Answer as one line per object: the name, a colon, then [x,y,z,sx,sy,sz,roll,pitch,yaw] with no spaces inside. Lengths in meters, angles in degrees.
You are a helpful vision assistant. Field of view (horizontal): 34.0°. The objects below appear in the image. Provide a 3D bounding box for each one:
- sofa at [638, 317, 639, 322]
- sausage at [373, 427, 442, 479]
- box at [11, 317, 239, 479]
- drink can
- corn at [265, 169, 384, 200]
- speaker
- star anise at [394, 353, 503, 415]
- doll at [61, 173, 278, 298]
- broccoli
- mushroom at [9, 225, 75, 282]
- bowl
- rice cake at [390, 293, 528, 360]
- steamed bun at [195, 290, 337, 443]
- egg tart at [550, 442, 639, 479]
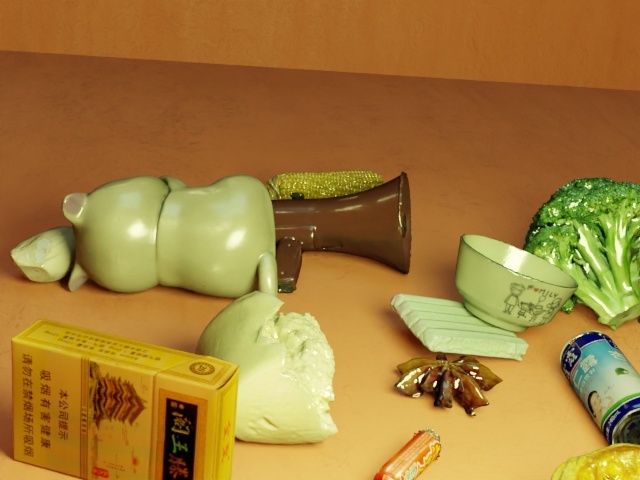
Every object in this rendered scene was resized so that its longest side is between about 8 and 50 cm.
sofa: [0.638,0.141,1.879,0.117,0.039,0.060,0,21,-14]
sausage: [0.108,0.292,1.345,0.048,0.050,0.145,55,35,6]
box: [-0.241,0.211,1.284,0.274,0.174,0.076,11,23,14]
drink can: [0.431,0.226,1.533,0.097,0.097,0.235,3,22,-6]
corn: [0.016,-0.101,2.263,0.293,0.106,0.106,-4,23,-29]
speaker: [0.014,0.010,1.983,0.329,0.198,0.259,-7,60,7]
star anise: [0.189,0.207,1.570,0.167,0.057,0.168,6,22,-2]
doll: [-0.237,-0.006,1.795,0.370,0.215,0.226,9,37,2]
broccoli: [0.506,0.025,1.888,0.307,0.308,0.275,-5,58,-25]
mushroom: [-0.461,0.021,1.838,0.097,0.088,0.212,-21,6,22]
bowl: [0.313,0.080,1.748,0.211,0.112,0.211,20,12,-4]
rice cake: [0.223,0.141,1.715,0.198,0.037,0.189,11,16,-23]
steamed bun: [-0.060,0.173,1.441,0.200,0.170,0.225,3,22,-21]
egg tart: [0.390,0.348,1.187,0.290,0.115,0.290,6,24,-2]
